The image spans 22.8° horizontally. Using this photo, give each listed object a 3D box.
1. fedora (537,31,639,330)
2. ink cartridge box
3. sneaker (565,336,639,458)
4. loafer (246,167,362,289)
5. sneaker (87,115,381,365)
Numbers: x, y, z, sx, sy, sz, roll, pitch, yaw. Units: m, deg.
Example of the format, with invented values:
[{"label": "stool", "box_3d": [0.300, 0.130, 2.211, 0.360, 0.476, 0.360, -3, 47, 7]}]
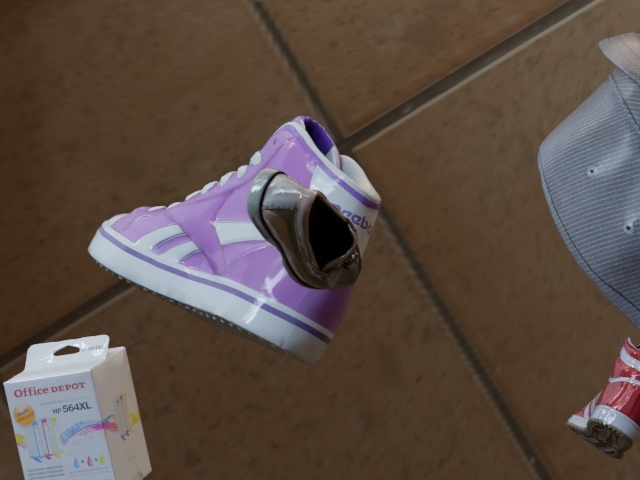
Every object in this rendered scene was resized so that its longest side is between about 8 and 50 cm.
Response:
[{"label": "fedora", "box_3d": [0.242, -0.007, 1.079, 0.124, 0.243, 0.275, -38, 72, 14]}, {"label": "ink cartridge box", "box_3d": [-0.226, 0.165, 1.472, 0.092, 0.090, 0.143, -10, 98, 15]}, {"label": "sneaker", "box_3d": [0.195, 0.101, 1.023, 0.042, 0.118, 0.067, 32, 80, 4]}, {"label": "loafer", "box_3d": [0.000, 0.000, 0.898, 0.039, 0.125, 0.045, 14, 73, 29]}, {"label": "sneaker", "box_3d": [-0.054, -0.015, 1.147, 0.282, 0.102, 0.161, 16, 80, 51]}]
